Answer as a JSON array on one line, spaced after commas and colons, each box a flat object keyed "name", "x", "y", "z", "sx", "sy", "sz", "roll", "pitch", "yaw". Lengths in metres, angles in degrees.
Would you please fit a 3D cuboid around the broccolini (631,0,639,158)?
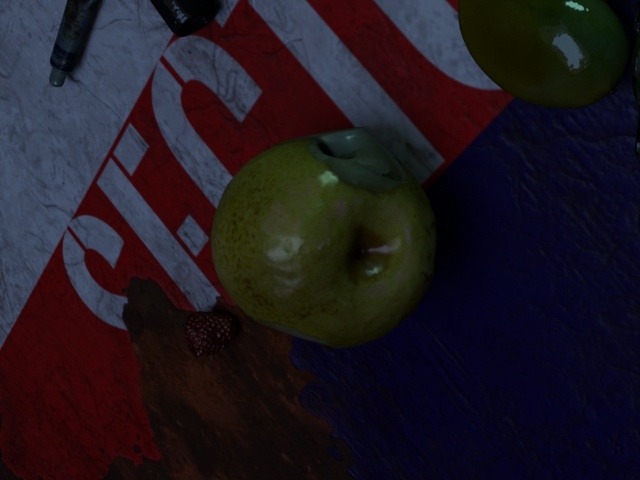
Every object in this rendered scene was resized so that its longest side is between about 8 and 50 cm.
[{"name": "broccolini", "x": 0.323, "y": -0.173, "z": 0.924, "sx": 0.091, "sy": 0.068, "sz": 0.202, "roll": 15, "pitch": 133, "yaw": 12}]

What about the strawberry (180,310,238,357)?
[{"name": "strawberry", "x": -0.165, "y": 0.138, "z": 1.491, "sx": 0.083, "sy": 0.073, "sz": 0.073, "roll": -14, "pitch": 101, "yaw": 31}]

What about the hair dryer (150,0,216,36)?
[{"name": "hair dryer", "x": -0.198, "y": -0.327, "z": 1.182, "sx": 0.070, "sy": 0.255, "sz": 0.128, "roll": -35, "pitch": 89, "yaw": 3}]

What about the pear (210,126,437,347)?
[{"name": "pear", "x": 0.000, "y": 0.000, "z": 1.154, "sx": 0.271, "sy": 0.271, "sz": 0.271, "roll": 19, "pitch": 123, "yaw": 33}]

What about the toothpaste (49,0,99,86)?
[{"name": "toothpaste", "x": -0.362, "y": -0.314, "z": 1.453, "sx": 0.062, "sy": 0.037, "sz": 0.216, "roll": 45, "pitch": 128, "yaw": 16}]

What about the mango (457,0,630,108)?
[{"name": "mango", "x": 0.217, "y": -0.198, "z": 0.980, "sx": 0.191, "sy": 0.085, "sz": 0.122, "roll": 31, "pitch": 139, "yaw": 39}]
